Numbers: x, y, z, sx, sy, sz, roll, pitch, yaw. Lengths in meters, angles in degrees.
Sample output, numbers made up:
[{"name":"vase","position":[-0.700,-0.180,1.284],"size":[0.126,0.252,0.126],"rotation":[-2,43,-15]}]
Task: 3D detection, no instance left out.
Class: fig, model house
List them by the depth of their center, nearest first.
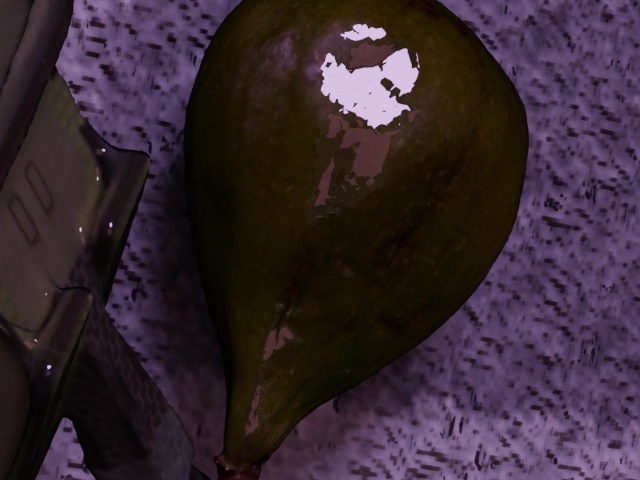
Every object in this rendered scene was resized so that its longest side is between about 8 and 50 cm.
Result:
[{"name":"model house","position":[-0.152,0.069,0.628],"size":[0.204,0.218,0.278],"rotation":[-73,151,-42]},{"name":"fig","position":[-0.011,-0.011,0.662],"size":[0.185,0.126,0.133],"rotation":[-47,145,-5]}]
